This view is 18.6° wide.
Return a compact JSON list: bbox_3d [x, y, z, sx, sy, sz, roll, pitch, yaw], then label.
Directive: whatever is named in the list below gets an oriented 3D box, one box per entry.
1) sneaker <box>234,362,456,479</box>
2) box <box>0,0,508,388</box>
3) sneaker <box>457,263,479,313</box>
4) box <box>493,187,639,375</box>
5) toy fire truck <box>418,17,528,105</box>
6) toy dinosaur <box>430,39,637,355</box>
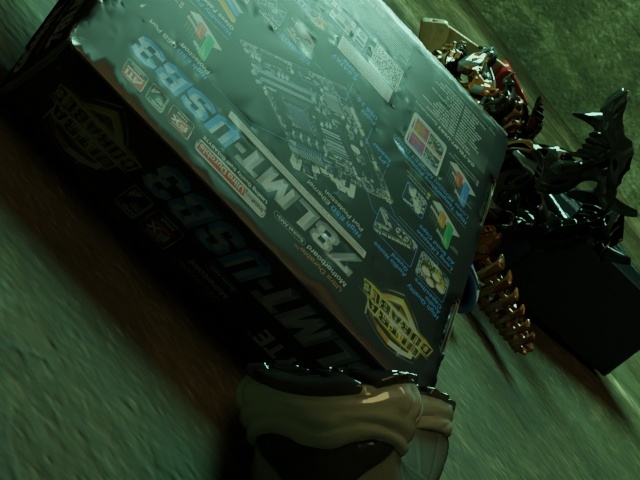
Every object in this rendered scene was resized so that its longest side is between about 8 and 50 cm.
[{"bbox_3d":[0.009,0.118,0.966,0.271,0.100,0.108,32,61,-79],"label":"sneaker"},{"bbox_3d":[-0.024,-0.070,1.166,0.295,0.073,0.293,45,35,-18],"label":"box"},{"bbox_3d":[0.084,0.007,1.582,0.144,0.053,0.059,41,19,-36],"label":"sneaker"},{"bbox_3d":[0.234,0.002,2.007,0.261,0.103,0.184,38,15,-47],"label":"box"},{"bbox_3d":[0.096,-0.170,1.910,0.192,0.135,0.047,48,13,-14],"label":"toy fire truck"},{"bbox_3d":[0.171,-0.042,1.786,0.164,0.218,0.322,84,2,-77],"label":"toy dinosaur"}]
